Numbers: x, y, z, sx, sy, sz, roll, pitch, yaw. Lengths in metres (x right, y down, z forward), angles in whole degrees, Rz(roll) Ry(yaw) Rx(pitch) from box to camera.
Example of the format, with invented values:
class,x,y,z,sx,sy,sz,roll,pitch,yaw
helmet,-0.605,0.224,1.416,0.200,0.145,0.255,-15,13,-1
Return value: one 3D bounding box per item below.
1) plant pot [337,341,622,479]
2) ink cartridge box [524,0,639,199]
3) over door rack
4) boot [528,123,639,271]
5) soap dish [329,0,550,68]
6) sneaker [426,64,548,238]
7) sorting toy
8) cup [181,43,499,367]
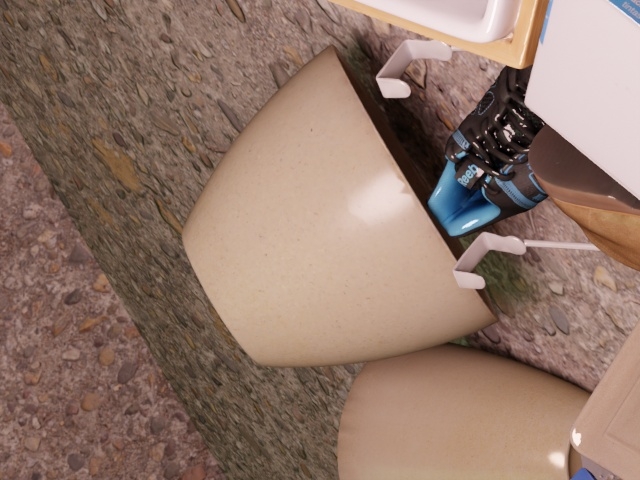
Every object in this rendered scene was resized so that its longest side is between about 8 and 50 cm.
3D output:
class,x,y,z,sx,sy,sz,roll,pitch,yaw
plant pot,0.205,0.236,2.189,0.274,0.256,0.256,-2,125,45
ink cartridge box,0.286,-0.154,1.329,0.168,0.233,0.171,42,157,19
over door rack,0.237,-0.088,1.606,0.324,0.108,0.239,-5,129,27
boot,0.304,-0.010,1.466,0.305,0.112,0.115,23,156,39
soap dish,0.107,-0.278,1.542,0.291,0.118,0.229,28,110,49
sneaker,0.193,-0.096,1.753,0.125,0.140,0.341,50,158,13
sorting toy,0.319,0.133,1.636,0.047,0.347,0.196,34,178,-31
cup,0.000,0.000,2.009,0.331,0.237,0.331,57,-173,-10
